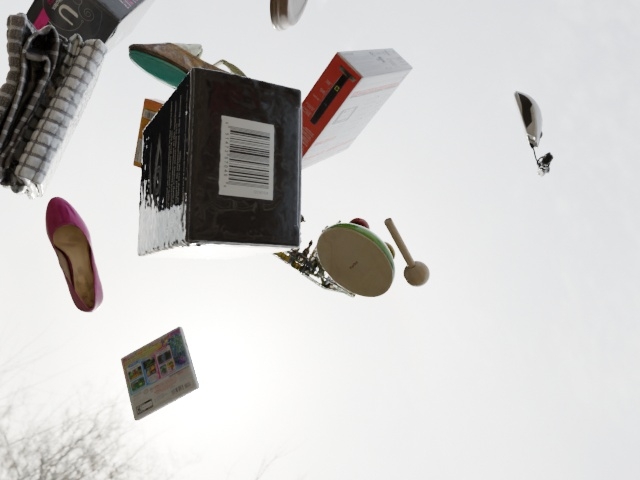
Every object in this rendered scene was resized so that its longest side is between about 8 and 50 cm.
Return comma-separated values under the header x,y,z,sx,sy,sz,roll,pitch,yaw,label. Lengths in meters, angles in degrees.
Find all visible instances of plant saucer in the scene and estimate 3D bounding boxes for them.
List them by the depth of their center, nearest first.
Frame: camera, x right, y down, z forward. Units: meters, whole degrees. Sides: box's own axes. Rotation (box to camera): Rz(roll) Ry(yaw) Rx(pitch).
x,y,z,sx,sy,sz,roll,pitch,yaw,label
-0.057,-0.645,1.265,0.041,0.278,0.278,18,-66,5,plant saucer

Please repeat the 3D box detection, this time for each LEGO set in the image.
x,y,z,sx,sy,sz,roll,pitch,yaw,label
0.000,0.000,1.455,0.331,0.192,0.255,33,-12,-8,LEGO set

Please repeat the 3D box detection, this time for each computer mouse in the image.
x,y,z,sx,sy,sz,roll,pitch,yaw,label
0.446,-0.230,1.086,0.042,0.106,0.193,-17,-106,21,computer mouse

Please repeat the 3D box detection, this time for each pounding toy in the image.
x,y,z,sx,sy,sz,roll,pitch,yaw,label
0.113,0.014,1.095,0.236,0.110,0.183,-9,-60,45,pounding toy

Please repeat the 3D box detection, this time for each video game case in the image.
x,y,z,sx,sy,sz,roll,pitch,yaw,label
-0.341,0.279,1.107,0.157,0.019,0.143,-29,-117,7,video game case

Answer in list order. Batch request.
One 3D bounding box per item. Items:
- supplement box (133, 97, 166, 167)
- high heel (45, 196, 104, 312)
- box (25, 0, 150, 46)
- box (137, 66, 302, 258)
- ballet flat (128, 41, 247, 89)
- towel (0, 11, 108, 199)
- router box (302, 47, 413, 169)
x,y,z,sx,sy,sz,roll,pitch,yaw,label
-0.570,-0.359,1.780,0.080,0.078,0.234,21,-73,6,supplement box
-0.769,0.042,1.649,0.181,0.127,0.378,5,-65,63,high heel
-0.455,-0.488,1.073,0.143,0.270,0.165,39,-56,-24,box
-0.112,-0.061,0.538,0.207,0.108,0.153,-8,-100,60,box
-0.262,-0.370,1.163,0.315,0.106,0.107,27,-20,-9,ballet flat
-0.438,-0.187,0.791,0.283,0.121,0.235,4,-108,63,towel
0.056,-0.329,1.308,0.082,0.335,0.301,46,-56,6,router box
